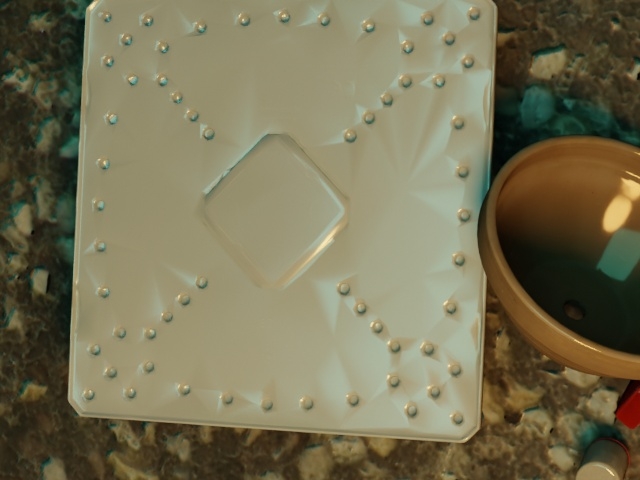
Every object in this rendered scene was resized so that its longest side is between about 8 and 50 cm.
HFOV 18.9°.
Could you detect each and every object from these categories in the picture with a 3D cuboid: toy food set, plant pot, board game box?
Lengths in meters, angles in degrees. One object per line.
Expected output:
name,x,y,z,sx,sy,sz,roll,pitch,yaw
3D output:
toy food set,0.309,0.161,1.665,0.111,0.104,0.232,36,118,2
plant pot,0.235,0.033,1.642,0.237,0.237,0.109,45,142,14
board game box,-0.033,-0.026,1.726,0.390,0.050,0.389,2,89,19
